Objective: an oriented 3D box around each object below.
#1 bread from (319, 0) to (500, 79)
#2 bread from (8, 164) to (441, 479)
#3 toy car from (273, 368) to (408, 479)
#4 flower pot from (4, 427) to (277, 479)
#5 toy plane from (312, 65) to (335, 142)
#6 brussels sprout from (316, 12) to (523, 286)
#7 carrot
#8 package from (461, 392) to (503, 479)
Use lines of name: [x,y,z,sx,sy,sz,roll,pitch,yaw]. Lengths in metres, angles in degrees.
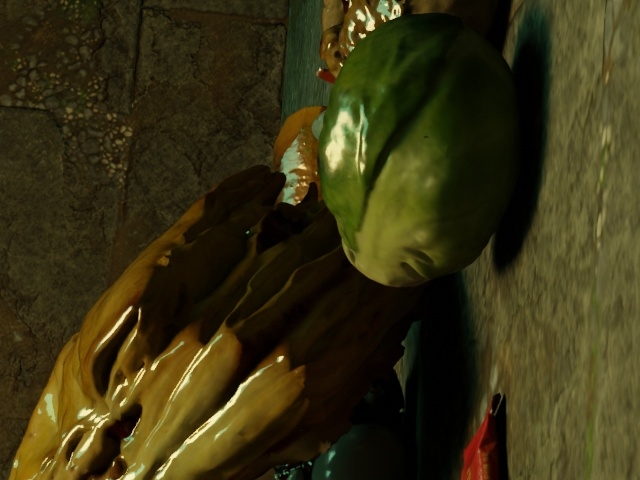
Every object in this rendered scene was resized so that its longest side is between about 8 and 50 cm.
bread: [0.067,-0.198,1.229,0.230,0.123,0.230,-173,90,-87]
bread: [-0.100,0.098,1.298,0.370,0.191,0.314,-39,6,35]
toy car: [0.032,0.184,1.410,0.112,0.112,0.139,-126,49,-59]
flower pot: [-0.108,0.270,1.656,0.251,0.379,0.379,47,-150,-39]
toy plane: [0.045,-0.128,1.503,0.326,0.104,0.222,99,176,-74]
brussels sprout: [0.064,-0.058,1.053,0.145,0.131,0.183,-87,7,-86]
carrot: [0.000,0.000,1.828,0.114,0.114,0.301,116,155,-76]
package: [0.101,0.199,1.012,0.083,0.022,0.200,102,173,-53]
